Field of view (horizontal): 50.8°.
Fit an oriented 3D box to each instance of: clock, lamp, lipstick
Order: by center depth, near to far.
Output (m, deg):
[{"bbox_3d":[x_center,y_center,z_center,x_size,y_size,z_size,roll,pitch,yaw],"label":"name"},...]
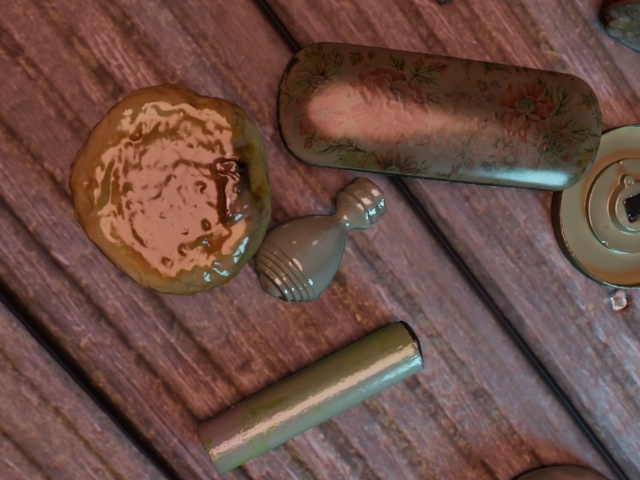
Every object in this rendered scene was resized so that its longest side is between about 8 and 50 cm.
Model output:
[{"bbox_3d":[0.000,0.000,0.857,0.193,0.106,0.106,-40,99,-15],"label":"lamp"},{"bbox_3d":[-0.006,0.201,0.877,0.304,0.076,0.076,-27,98,-7],"label":"lipstick"},{"bbox_3d":[0.443,-0.047,0.957,0.235,0.029,0.235,-1,94,-9],"label":"clock"}]

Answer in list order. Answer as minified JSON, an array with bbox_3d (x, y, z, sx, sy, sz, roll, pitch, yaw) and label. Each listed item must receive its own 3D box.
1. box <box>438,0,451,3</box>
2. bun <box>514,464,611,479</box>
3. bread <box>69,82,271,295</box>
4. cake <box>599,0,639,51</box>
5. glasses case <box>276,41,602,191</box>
[{"bbox_3d":[0.171,-0.367,0.850,0.084,0.122,0.069,41,75,-11],"label":"box"},{"bbox_3d":[0.357,0.453,0.906,0.263,0.175,0.263,0,92,-8],"label":"bun"},{"bbox_3d":[-0.168,-0.063,0.804,0.244,0.134,0.244,-1,95,-12],"label":"bread"},{"bbox_3d":[0.498,-0.340,0.862,0.293,0.196,0.198,23,91,-11],"label":"cake"},{"bbox_3d":[0.155,-0.155,0.867,0.425,0.098,0.156,5,95,-9],"label":"glasses case"}]
